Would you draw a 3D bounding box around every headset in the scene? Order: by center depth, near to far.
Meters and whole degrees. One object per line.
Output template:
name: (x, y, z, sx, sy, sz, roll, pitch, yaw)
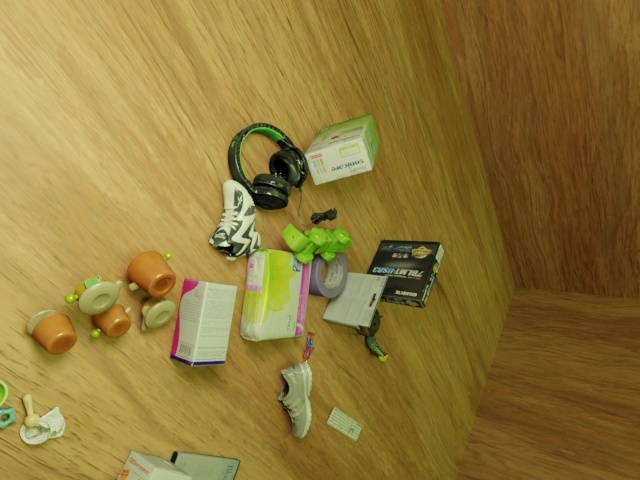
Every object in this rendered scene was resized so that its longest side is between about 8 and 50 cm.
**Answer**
headset: (-0.112, -0.197, 1.339, 0.394, 0.185, 0.243, 49, 56, -27)

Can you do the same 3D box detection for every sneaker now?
sneaker: (-0.268, -0.048, 1.230, 0.153, 0.094, 0.235, -42, 133, -50)
sneaker: (-0.097, 0.566, 1.486, 0.115, 0.105, 0.281, -1, 98, -16)
sneaker: (0.245, 0.482, 1.897, 0.053, 0.059, 0.144, -35, 102, -12)

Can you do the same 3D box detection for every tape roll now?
tape roll: (0.017, 0.119, 1.586, 0.189, 0.080, 0.189, -5, 96, -49)

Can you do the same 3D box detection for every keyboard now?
keyboard: (0.106, 0.779, 1.771, 0.256, 0.014, 0.072, 49, 56, -39)

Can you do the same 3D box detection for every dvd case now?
dvd case: (-0.357, 0.720, 1.217, 0.253, 0.022, 0.180, 38, 63, -44)

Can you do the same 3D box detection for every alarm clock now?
alarm clock: (0.200, 0.363, 1.830, 0.192, 0.064, 0.129, -24, 110, -43)

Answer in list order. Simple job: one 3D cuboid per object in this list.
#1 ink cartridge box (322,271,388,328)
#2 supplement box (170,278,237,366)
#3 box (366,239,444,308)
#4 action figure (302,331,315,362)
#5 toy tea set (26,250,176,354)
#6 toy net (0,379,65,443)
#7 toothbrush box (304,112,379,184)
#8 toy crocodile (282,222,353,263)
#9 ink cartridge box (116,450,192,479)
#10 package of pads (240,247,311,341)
ink cartridge box: (0.142, 0.231, 1.628, 0.045, 0.224, 0.223, 48, 57, -39)
supplement box: (-0.324, 0.224, 1.165, 0.114, 0.111, 0.220, 15, 81, -49)
box: (0.352, 0.134, 1.816, 0.073, 0.295, 0.293, 53, 55, -38)
action figure: (-0.043, 0.403, 1.570, 0.038, 0.030, 0.115, 29, 72, -52)
toy tea set: (-0.497, 0.133, 0.987, 0.336, 0.124, 0.200, -11, 129, -52)
toy net: (-0.632, 0.374, 0.859, 0.232, 0.045, 0.122, 53, 54, -37)
toothbrush box: (0.084, -0.327, 1.481, 0.283, 0.206, 0.122, -69, 141, -54)
toy crocodile: (0.000, 0.000, 1.431, 0.340, 0.105, 0.115, -1, 137, -53)
ink cartridge box: (-0.436, 0.641, 1.038, 0.127, 0.128, 0.176, 47, 57, -40)
package of pads: (-0.144, 0.177, 1.382, 0.229, 0.101, 0.297, 10, 84, -50)
